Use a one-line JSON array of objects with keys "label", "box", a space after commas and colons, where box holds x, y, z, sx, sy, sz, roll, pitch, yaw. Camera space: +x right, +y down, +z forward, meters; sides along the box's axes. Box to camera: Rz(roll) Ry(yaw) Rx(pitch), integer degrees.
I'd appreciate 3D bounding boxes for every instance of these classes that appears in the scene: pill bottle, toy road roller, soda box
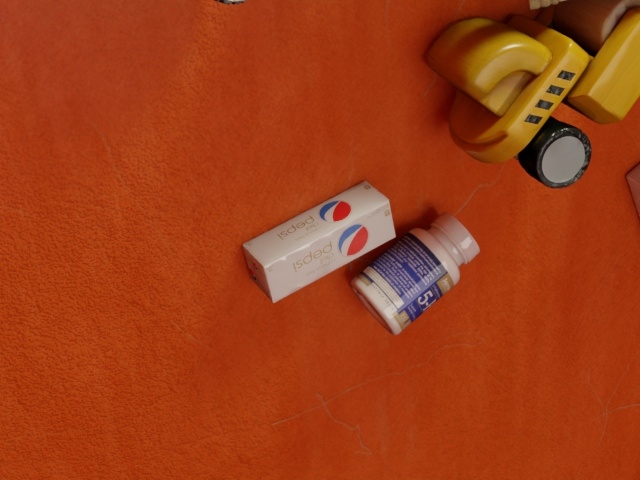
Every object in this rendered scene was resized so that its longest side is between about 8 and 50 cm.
[{"label": "pill bottle", "box": [0.149, 0.047, 1.781, 0.187, 0.112, 0.112, -40, 134, -6]}, {"label": "toy road roller", "box": [0.307, -0.256, 1.636, 0.240, 0.202, 0.329, 31, 100, -33]}, {"label": "soda box", "box": [0.000, 0.000, 1.672, 0.216, 0.069, 0.074, -28, 132, -18]}]

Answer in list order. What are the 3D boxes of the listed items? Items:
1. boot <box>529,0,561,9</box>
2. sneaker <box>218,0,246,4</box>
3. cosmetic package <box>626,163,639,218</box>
[{"label": "boot", "box": [0.368, -0.446, 1.601, 0.203, 0.262, 0.095, -7, 161, 16]}, {"label": "sneaker", "box": [-0.164, -0.363, 1.282, 0.283, 0.110, 0.122, 27, 98, -44]}, {"label": "cosmetic package", "box": [0.639, -0.063, 2.081, 0.117, 0.085, 0.231, -40, 133, -6]}]
